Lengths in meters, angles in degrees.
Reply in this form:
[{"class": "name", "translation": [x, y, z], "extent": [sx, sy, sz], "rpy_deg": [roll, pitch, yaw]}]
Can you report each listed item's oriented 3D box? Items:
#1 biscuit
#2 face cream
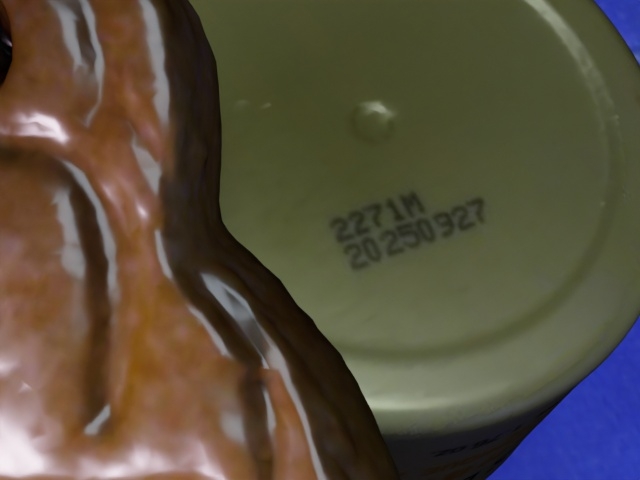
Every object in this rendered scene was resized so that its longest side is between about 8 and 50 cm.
[{"class": "biscuit", "translation": [-0.145, 0.063, 0.379], "extent": [0.394, 0.350, 0.070], "rpy_deg": [33, 16, 15]}, {"class": "face cream", "translation": [0.000, 0.000, 0.503], "extent": [0.218, 0.179, 0.218], "rpy_deg": [5, 62, -10]}]
